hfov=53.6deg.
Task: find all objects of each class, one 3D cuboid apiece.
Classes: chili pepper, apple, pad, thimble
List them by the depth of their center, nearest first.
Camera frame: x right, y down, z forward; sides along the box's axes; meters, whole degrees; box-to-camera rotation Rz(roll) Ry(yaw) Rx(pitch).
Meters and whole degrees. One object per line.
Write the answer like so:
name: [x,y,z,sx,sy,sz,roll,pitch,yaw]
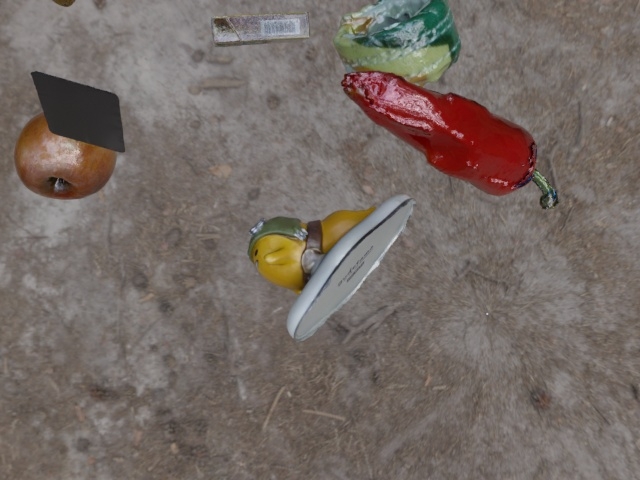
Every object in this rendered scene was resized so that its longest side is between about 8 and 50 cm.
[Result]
chili pepper: [0.190,-0.137,0.858,0.110,0.387,0.110,-33,48,46]
pad: [-0.326,-0.171,0.865,0.112,0.157,0.003,15,67,-8]
thimble: [0.174,-0.463,1.482,0.288,0.167,0.254,5,45,38]
apple: [-0.655,-0.229,1.632,0.253,0.253,0.253,-2,83,15]

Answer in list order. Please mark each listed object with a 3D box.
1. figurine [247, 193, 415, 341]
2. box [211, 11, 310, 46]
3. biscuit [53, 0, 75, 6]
figurine: [0.000,0.000,0.861,0.141,0.166,0.250,37,63,18]
box: [-0.155,-0.532,1.601,0.240,0.159,0.071,-6,107,-8]
biscuit: [-0.538,-0.634,1.357,0.262,0.052,0.277,48,124,44]
